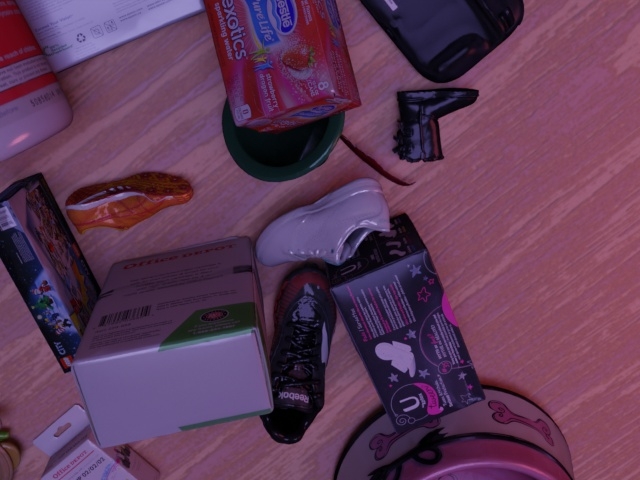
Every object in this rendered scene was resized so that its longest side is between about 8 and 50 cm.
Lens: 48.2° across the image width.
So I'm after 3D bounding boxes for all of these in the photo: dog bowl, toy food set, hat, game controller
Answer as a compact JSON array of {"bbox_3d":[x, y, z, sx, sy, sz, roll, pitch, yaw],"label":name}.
[{"bbox_3d":[0.227,0.441,1.136,0.407,0.150,0.408,-1,111,-3],"label":"dog bowl"},{"bbox_3d":[-0.527,0.341,1.101,0.132,0.038,0.192,2,113,1],"label":"toy food set"},{"bbox_3d":[-0.013,-0.137,1.002,0.173,0.183,0.208,-34,69,13],"label":"hat"},{"bbox_3d":[0.121,-0.361,0.930,0.166,0.067,0.319,-36,108,21],"label":"game controller"}]

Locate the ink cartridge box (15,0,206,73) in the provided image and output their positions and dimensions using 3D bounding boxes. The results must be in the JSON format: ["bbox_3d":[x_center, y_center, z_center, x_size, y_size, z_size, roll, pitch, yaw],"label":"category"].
[{"bbox_3d":[-0.285,-0.353,0.889,0.223,0.045,0.224,-22,108,1],"label":"ink cartridge box"}]

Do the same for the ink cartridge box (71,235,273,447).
[{"bbox_3d":[-0.176,0.114,0.927,0.211,0.289,0.122,-11,112,-2],"label":"ink cartridge box"}]

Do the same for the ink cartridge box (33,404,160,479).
[{"bbox_3d":[-0.351,0.353,1.105,0.104,0.061,0.181,-41,107,7],"label":"ink cartridge box"}]

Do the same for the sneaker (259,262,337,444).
[{"bbox_3d":[-0.031,0.175,1.042,0.097,0.135,0.276,11,105,-7],"label":"sneaker"}]

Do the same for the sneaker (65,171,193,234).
[{"bbox_3d":[-0.260,-0.051,0.992,0.175,0.064,0.067,-9,129,2],"label":"sneaker"}]

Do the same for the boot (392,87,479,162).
[{"bbox_3d":[0.160,-0.161,0.999,0.121,0.045,0.099,-3,106,3],"label":"boot"}]

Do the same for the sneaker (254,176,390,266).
[{"bbox_3d":[0.000,0.000,0.981,0.212,0.094,0.080,-30,154,25],"label":"sneaker"}]

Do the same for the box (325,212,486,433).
[{"bbox_3d":[0.113,0.114,1.022,0.142,0.163,0.247,-22,110,4],"label":"box"}]

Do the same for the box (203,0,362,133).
[{"bbox_3d":[-0.052,-0.267,0.846,0.128,0.122,0.257,-15,89,19],"label":"box"}]

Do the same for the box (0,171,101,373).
[{"bbox_3d":[-0.356,0.038,0.950,0.044,0.159,0.233,-21,109,-1],"label":"box"}]

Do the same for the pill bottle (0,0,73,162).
[{"bbox_3d":[-0.474,-0.271,0.800,0.229,0.229,0.408,-23,109,2],"label":"pill bottle"}]
